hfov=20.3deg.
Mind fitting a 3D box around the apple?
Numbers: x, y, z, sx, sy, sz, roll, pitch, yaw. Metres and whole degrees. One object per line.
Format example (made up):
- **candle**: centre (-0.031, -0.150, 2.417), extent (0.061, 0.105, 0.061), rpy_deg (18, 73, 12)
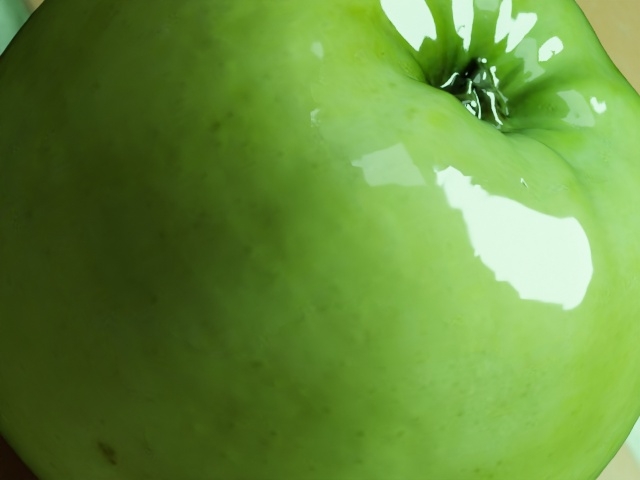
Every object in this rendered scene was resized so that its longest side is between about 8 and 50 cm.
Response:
- **apple**: centre (0.000, 0.000, 0.650), extent (0.262, 0.262, 0.262), rpy_deg (14, 58, -23)
